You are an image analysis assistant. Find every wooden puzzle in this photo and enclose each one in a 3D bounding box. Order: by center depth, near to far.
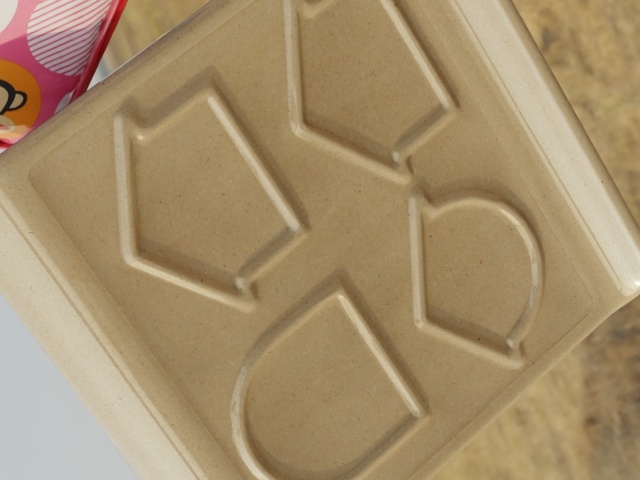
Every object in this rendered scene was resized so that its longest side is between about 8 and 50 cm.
[{"bbox_3d":[0.000,0.000,0.900,0.322,0.348,0.080,57,166,-18],"label":"wooden puzzle"}]

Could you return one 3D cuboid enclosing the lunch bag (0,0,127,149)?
[{"bbox_3d":[-0.235,-0.198,0.791,0.258,0.293,0.120,-59,29,30],"label":"lunch bag"}]
